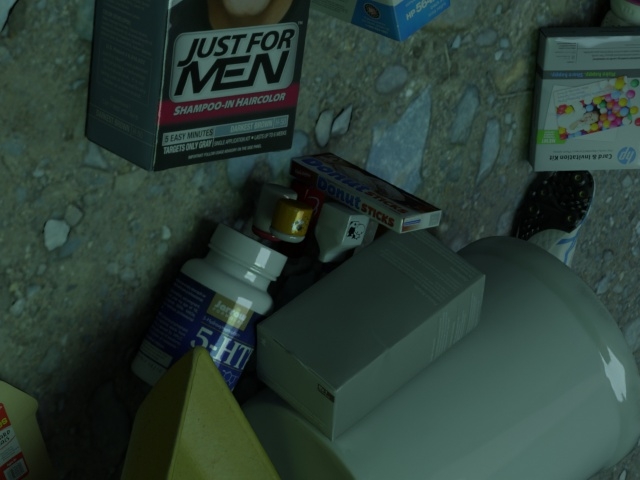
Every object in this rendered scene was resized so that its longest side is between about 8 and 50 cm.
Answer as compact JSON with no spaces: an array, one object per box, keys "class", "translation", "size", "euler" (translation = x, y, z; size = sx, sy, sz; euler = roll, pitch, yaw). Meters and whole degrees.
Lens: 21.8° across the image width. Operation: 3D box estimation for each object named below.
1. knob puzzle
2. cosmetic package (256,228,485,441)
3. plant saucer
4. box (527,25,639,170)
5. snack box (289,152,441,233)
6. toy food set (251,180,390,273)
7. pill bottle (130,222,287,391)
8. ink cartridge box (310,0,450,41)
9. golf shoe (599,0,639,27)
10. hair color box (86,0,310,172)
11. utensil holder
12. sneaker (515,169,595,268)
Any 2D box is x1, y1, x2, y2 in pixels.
[{"class":"knob puzzle","translation":[-0.366,0.209,1.659],"size":[0.213,0.030,0.213],"euler":[-24,127,-36]},{"class":"cosmetic package","translation":[0.055,0.093,1.808],"size":[0.238,0.127,0.107],"euler":[-35,148,-25]},{"class":"plant saucer","translation":[-0.137,0.329,1.702],"size":[0.333,0.081,0.333],"euler":[66,27,-50]},{"class":"box","translation":[0.346,-0.181,2.132],"size":[0.145,0.038,0.186],"euler":[-1,118,-7]},{"class":"snack box","translation":[0.048,-0.053,1.835],"size":[0.064,0.178,0.022],"euler":[-12,121,-42]},{"class":"toy food set","translation":[0.000,0.000,1.862],"size":[0.232,0.111,0.104],"euler":[-3,114,-56]},{"class":"pill bottle","translation":[-0.115,0.081,1.790],"size":[0.112,0.112,0.187],"euler":[27,90,-50]},{"class":"ink cartridge box","translation":[0.041,-0.325,1.706],"size":[0.086,0.148,0.203],"euler":[-37,134,-26]},{"class":"golf shoe","translation":[0.468,-0.243,2.242],"size":[0.306,0.115,0.140],"euler":[17,107,-41]},{"class":"hair color box","translation":[-0.107,-0.268,1.609],"size":[0.185,0.113,0.374],"euler":[-13,119,-42]},{"class":"utensil holder","translation":[0.134,0.221,1.971],"size":[0.385,0.327,0.328],"euler":[-30,130,-29]},{"class":"sneaker","translation":[0.303,0.010,2.216],"size":[0.086,0.085,0.237],"euler":[-4,118,-64]}]
